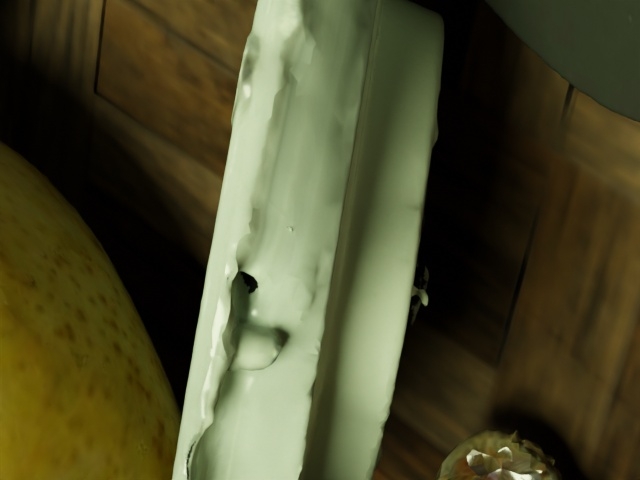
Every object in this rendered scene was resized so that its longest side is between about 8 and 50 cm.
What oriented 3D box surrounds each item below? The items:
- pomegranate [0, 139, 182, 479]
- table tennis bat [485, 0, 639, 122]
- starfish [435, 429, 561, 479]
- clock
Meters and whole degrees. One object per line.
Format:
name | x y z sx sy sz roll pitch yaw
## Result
pomegranate | -0.210 0.139 0.602 0.416 0.416 0.416 22 122 40
table tennis bat | 0.035 -0.137 0.431 0.274 0.021 0.154 54 152 41
starfish | 0.014 0.153 0.437 0.113 0.303 0.312 38 129 11
clock | 0.000 0.000 0.485 0.053 0.236 0.236 11 123 -2
